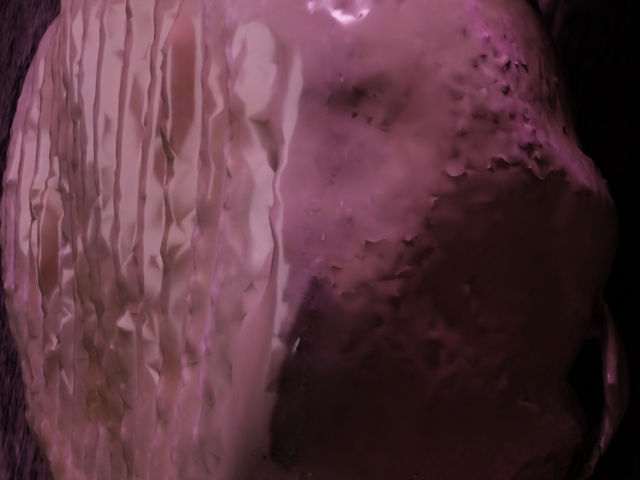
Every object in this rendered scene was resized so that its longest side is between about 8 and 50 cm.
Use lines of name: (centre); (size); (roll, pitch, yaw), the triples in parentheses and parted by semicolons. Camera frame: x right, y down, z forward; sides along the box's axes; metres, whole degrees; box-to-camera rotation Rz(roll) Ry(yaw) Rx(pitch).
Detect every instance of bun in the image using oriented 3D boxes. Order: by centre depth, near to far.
bun: (0.000, 0.000, 0.542); (0.239, 0.141, 0.239); (11, 103, 62)
